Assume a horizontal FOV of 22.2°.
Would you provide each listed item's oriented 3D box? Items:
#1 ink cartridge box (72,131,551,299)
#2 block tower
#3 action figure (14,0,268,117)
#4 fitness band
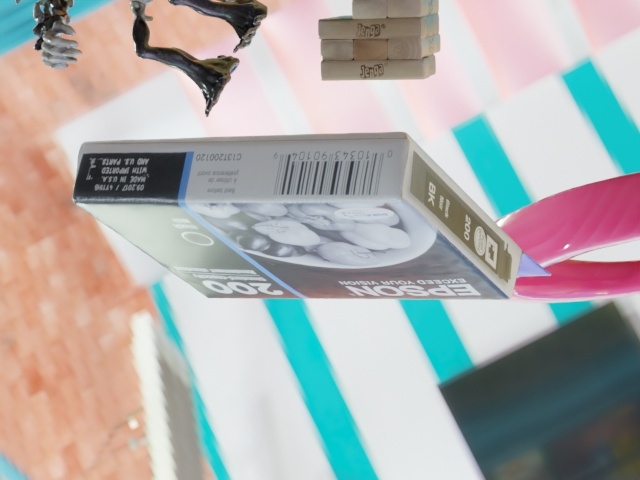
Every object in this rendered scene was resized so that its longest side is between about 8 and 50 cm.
[{"bbox_3d":[0.000,0.000,0.927,0.208,0.206,0.045,37,-121,-54],"label":"ink cartridge box"},{"bbox_3d":[0.042,-0.303,1.348,0.091,0.097,0.335,-36,-54,-74],"label":"block tower"},{"bbox_3d":[-0.191,-0.236,1.499,0.276,0.164,0.141,30,-157,-5],"label":"action figure"},{"bbox_3d":[0.229,0.000,1.179,0.291,0.209,0.054,147,117,-66],"label":"fitness band"}]
